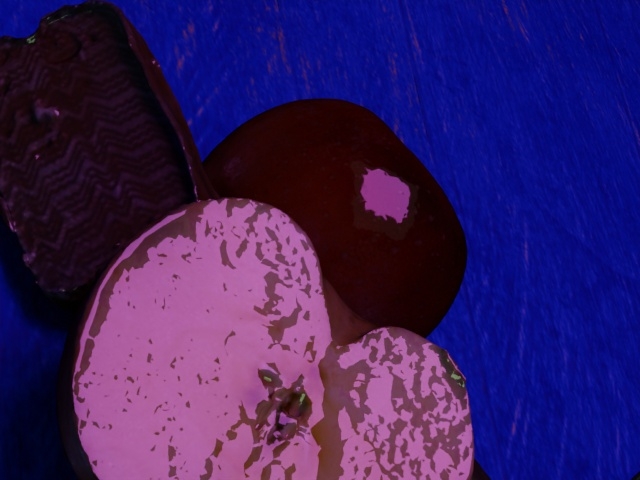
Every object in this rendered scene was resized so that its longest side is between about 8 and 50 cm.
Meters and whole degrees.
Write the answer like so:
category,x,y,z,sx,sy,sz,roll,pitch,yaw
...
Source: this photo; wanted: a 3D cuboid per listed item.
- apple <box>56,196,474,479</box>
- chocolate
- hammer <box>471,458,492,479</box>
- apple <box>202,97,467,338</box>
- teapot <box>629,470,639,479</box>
category,x,y,z,sx,sy,sz,roll,pitch,yaw
apple,-0.059,0.131,1.299,0.293,0.163,0.251,41,57,-10
chocolate,-0.165,-0.059,1.400,0.214,0.148,0.093,65,5,24
hammer,0.238,0.360,1.577,0.440,0.044,0.168,52,27,5
apple,0.000,0.000,1.482,0.218,0.201,0.218,52,6,-8
teapot,0.369,0.283,1.687,0.270,0.200,0.337,21,1,30
